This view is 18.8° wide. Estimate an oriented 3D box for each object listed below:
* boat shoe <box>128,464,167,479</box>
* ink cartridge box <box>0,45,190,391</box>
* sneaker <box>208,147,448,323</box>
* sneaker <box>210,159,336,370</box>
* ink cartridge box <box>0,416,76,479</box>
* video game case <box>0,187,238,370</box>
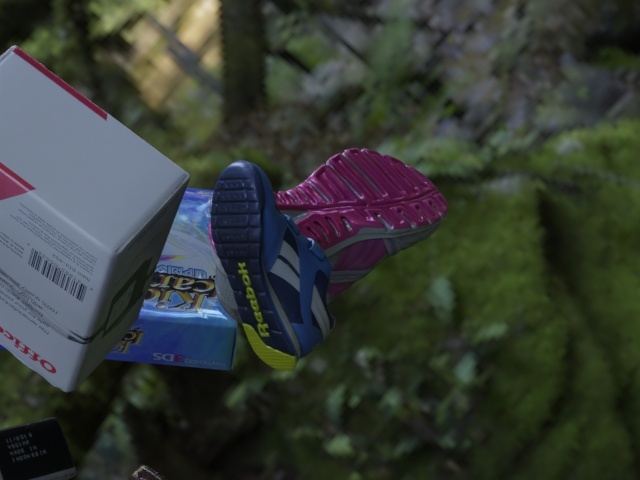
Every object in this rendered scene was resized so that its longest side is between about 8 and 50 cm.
[{"bbox_3d":[-0.078,0.234,1.576,0.073,0.207,0.073,-51,37,-7],"label":"boat shoe"},{"bbox_3d":[-0.216,-0.010,1.503,0.100,0.172,0.237,-49,-8,-33],"label":"ink cartridge box"},{"bbox_3d":[0.000,0.000,1.727,0.252,0.103,0.111,-16,-34,-31],"label":"sneaker"},{"bbox_3d":[-0.029,0.011,1.275,0.059,0.144,0.053,-28,23,-34],"label":"sneaker"},{"bbox_3d":[-0.399,0.255,1.716,0.371,0.069,0.175,-30,-12,37],"label":"ink cartridge box"},{"bbox_3d":[-0.219,0.025,1.983,0.244,0.269,0.061,-94,12,-54],"label":"video game case"}]
